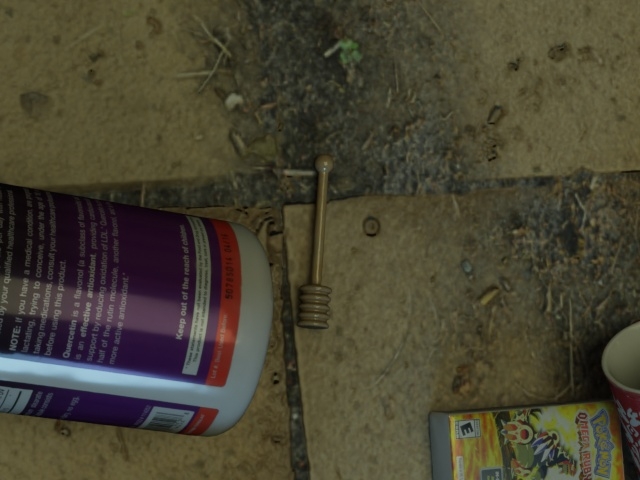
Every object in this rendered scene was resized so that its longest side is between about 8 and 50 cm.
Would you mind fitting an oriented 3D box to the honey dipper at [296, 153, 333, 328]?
[{"bbox_3d":[0.000,0.000,1.368,0.030,0.030,0.160,9,80,-20],"label":"honey dipper"}]

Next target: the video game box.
[{"bbox_3d":[0.201,0.257,1.416,0.187,0.048,0.205,-2,87,-24],"label":"video game box"}]

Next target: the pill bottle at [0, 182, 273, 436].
[{"bbox_3d":[-0.212,0.052,1.200,0.323,0.181,0.181,10,82,-20],"label":"pill bottle"}]

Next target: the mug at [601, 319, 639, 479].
[{"bbox_3d":[0.344,0.160,1.429,0.150,0.113,0.169,-58,137,-47],"label":"mug"}]
